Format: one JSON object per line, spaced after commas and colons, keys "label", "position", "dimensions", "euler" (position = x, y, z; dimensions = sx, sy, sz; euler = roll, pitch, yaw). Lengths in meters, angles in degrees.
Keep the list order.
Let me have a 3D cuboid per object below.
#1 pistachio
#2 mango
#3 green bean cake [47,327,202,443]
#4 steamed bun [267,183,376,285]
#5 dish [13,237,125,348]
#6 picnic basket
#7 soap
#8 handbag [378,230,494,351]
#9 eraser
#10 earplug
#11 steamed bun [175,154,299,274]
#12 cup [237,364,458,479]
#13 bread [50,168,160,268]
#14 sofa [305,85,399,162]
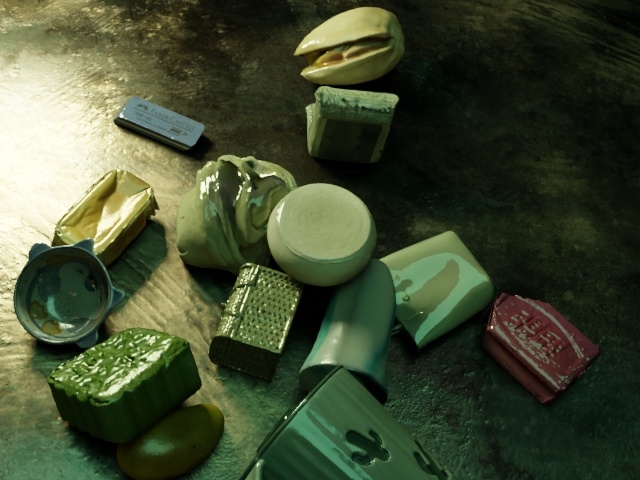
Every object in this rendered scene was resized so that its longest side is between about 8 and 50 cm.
{"label": "pistachio", "position": [0.083, -0.519, 2.308], "dimensions": [0.318, 0.214, 0.193], "euler": [-17, 100, -13]}
{"label": "mango", "position": [-0.283, 0.385, 1.652], "dimensions": [0.227, 0.099, 0.136], "euler": [-20, 54, -33]}
{"label": "green bean cake", "position": [-0.373, 0.268, 1.654], "dimensions": [0.222, 0.125, 0.248], "euler": [8, 29, 43]}
{"label": "steamed bun", "position": [0.000, 0.000, 1.814], "dimensions": [0.232, 0.145, 0.231], "euler": [4, 56, -6]}
{"label": "dish", "position": [-0.510, 0.117, 1.780], "dimensions": [0.228, 0.086, 0.236], "euler": [-9, 77, 0]}
{"label": "picnic basket", "position": [-0.138, 0.168, 1.806], "dimensions": [0.154, 0.134, 0.196], "euler": [20, 54, -1]}
{"label": "soap", "position": [0.471, 0.229, 1.907], "dimensions": [0.162, 0.099, 0.250], "euler": [-40, 70, -23]}
{"label": "handbag", "position": [0.219, 0.117, 1.932], "dimensions": [0.315, 0.109, 0.241], "euler": [-24, 61, -20]}
{"label": "eraser", "position": [-0.402, -0.292, 2.138], "dimensions": [0.225, 0.036, 0.082], "euler": [23, 56, 5]}
{"label": "earplug", "position": [0.085, 0.175, 1.807], "dimensions": [0.185, 0.185, 0.324], "euler": [18, 55, 2]}
{"label": "steamed bun", "position": [-0.175, -0.074, 1.928], "dimensions": [0.275, 0.206, 0.320], "euler": [25, 58, 5]}
{"label": "cup", "position": [0.038, 0.481, 1.523], "dimensions": [0.392, 0.310, 0.401], "euler": [39, 63, 11]}
{"label": "bread", "position": [-0.478, -0.040, 1.903], "dimensions": [0.136, 0.107, 0.241], "euler": [29, 55, 7]}
{"label": "sofa", "position": [0.073, -0.319, 2.135], "dimensions": [0.210, 0.225, 0.176], "euler": [5, 58, -5]}
